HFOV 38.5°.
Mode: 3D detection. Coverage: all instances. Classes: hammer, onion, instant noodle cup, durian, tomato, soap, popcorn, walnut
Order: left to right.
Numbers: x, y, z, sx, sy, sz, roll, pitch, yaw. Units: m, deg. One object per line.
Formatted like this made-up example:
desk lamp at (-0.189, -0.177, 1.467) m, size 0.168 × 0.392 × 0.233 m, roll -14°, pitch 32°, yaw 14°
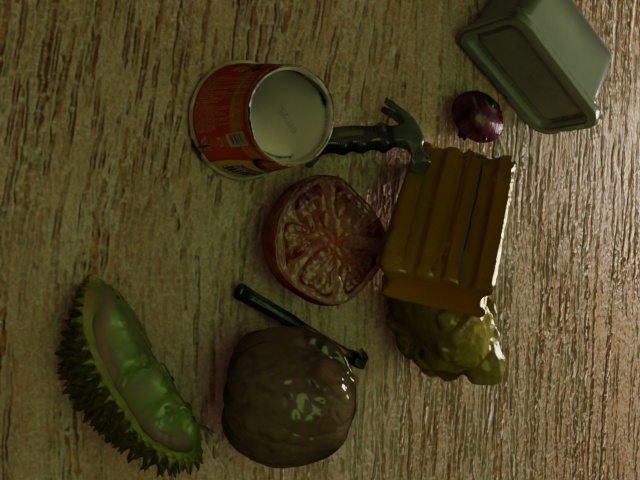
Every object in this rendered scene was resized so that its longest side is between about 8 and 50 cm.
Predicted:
durian at (-0.294, 0.235, 1.438) m, size 0.169 × 0.158 × 0.355 m, roll -42°, pitch 110°, yaw -30°
instant noodle cup at (-0.089, -0.201, 1.514) m, size 0.213 × 0.174 × 0.213 m, roll -3°, pitch 96°, yaw -32°
walnut at (-0.050, 0.262, 1.530) m, size 0.248 × 0.248 × 0.248 m, roll -3°, pitch 95°, yaw -31°
hammer at (-0.033, 0.156, 1.635) m, size 0.288 × 0.111 × 0.033 m, roll 32°, pitch 78°, yaw -20°
tomato at (0.000, 0.000, 1.633) m, size 0.237 × 0.095 × 0.236 m, roll 0°, pitch 91°, yaw -29°
hammer at (0.075, -0.182, 1.663) m, size 0.227 × 0.041 × 0.158 m, roll -9°, pitch 58°, yaw -15°
soap at (0.231, -0.030, 1.657) m, size 0.096 × 0.204 × 0.324 m, roll 93°, pitch 14°, yaw -51°
popcorn at (0.246, 0.158, 1.721) m, size 0.266 × 0.233 × 0.192 m, roll 48°, pitch 62°, yaw 3°
onion at (0.307, -0.240, 1.806) m, size 0.115 × 0.115 × 0.104 m, roll 12°, pitch 132°, yaw -32°

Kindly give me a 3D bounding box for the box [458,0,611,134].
box at (0.449, -0.383, 1.841) m, size 0.312 × 0.175 × 0.182 m, roll 44°, pitch 64°, yaw -26°
